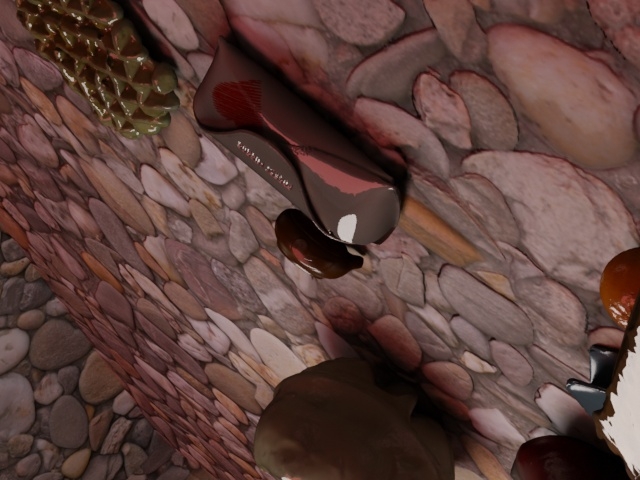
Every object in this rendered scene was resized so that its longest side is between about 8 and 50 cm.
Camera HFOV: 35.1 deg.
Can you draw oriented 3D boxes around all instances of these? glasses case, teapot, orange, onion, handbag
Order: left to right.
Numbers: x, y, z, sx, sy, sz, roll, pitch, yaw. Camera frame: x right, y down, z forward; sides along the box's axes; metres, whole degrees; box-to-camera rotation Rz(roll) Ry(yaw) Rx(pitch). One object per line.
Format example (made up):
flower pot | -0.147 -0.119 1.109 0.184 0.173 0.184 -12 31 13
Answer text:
glasses case | -0.036 -0.112 1.195 0.308 0.083 0.128 40 157 9
teapot | 0.000 0.000 1.351 0.129 0.078 0.098 38 -161 -8
onion | 0.357 0.355 1.257 0.272 0.195 0.272 63 -172 -15
orange | 0.297 0.047 0.931 0.083 0.070 0.083 31 153 18
handbag | 0.380 0.199 1.077 0.221 0.057 0.144 16 148 48

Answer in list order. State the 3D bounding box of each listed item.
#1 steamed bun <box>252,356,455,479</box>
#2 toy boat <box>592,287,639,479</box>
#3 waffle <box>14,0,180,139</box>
steamed bun | 0.064 0.303 1.584 0.324 0.219 0.310 19 172 -4
toy boat | 0.324 0.071 0.820 0.136 0.162 0.445 51 159 31
waffle | -0.322 -0.268 1.440 0.292 0.056 0.309 50 155 -12
